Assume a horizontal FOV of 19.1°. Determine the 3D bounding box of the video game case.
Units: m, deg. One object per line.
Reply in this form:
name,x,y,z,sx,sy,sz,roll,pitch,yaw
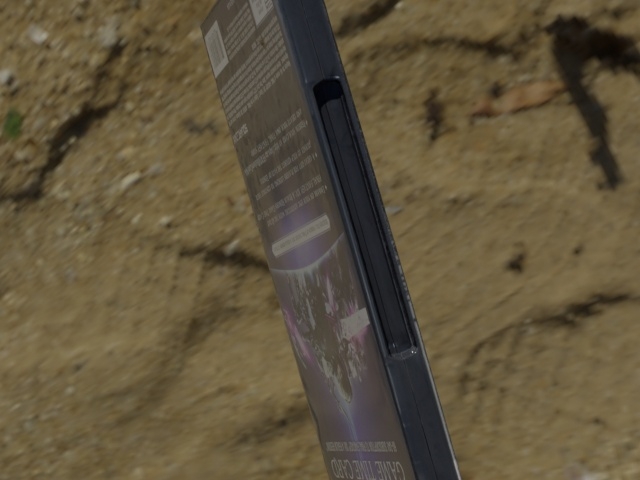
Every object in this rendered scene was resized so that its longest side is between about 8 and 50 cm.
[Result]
video game case,0.000,0.000,0.948,0.026,0.196,0.274,-16,88,-13
